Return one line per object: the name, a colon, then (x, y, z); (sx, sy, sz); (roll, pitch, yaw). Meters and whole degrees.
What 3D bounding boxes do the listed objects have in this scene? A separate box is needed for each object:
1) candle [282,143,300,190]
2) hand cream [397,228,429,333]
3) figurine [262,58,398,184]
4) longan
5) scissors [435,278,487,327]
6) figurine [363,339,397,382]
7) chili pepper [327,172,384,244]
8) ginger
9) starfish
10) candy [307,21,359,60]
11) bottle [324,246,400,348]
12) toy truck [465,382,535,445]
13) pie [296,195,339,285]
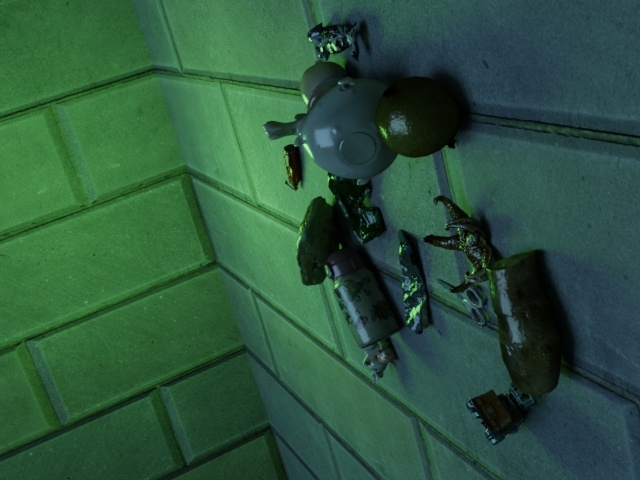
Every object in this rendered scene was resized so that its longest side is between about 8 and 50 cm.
candle: (-0.083, -0.198, 2.387); (0.053, 0.048, 0.162); (-89, -6, -46)
hand cream: (0.202, 0.103, 1.934); (0.075, 0.052, 0.248); (30, 138, 60)
figurine: (0.012, -0.272, 1.763); (0.394, 0.275, 0.226); (-108, 10, -56)
longan: (0.181, -0.214, 1.526); (0.145, 0.176, 0.154); (-53, 23, 22)
scissors: (0.288, 0.113, 1.770); (0.189, 0.015, 0.100); (35, 145, 60)
figurine: (0.152, 0.312, 2.266); (0.098, 0.081, 0.146); (7, 117, 69)
chili pepper: (0.074, -0.109, 2.012); (0.099, 0.083, 0.253); (-4, 112, 61)
ginger: (0.359, 0.148, 1.481); (0.109, 0.116, 0.263); (-8, 103, 29)
starfish: (0.261, 0.003, 1.623); (0.190, 0.074, 0.146); (67, 160, 1)
candy: (0.036, -0.422, 1.812); (0.094, 0.051, 0.226); (62, 166, -17)
bottle: (0.097, 0.139, 2.162); (0.253, 0.120, 0.120); (63, 161, 11)
toy truck: (0.362, 0.337, 1.684); (0.080, 0.115, 0.177); (58, -178, 25)
pie: (0.000, 0.000, 2.237); (0.090, 0.201, 0.248); (11, 142, 19)
